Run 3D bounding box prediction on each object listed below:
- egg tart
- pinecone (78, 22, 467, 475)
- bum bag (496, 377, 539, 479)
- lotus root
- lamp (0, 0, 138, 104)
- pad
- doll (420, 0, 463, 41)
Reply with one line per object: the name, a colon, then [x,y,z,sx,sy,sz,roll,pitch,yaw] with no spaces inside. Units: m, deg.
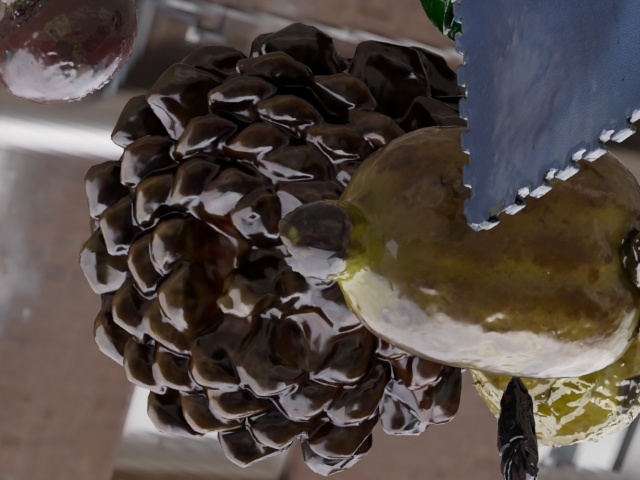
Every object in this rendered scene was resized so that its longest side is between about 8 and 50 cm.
egg tart: [0.254,0.096,2.038,0.115,0.290,0.290,-7,-150,-45]
pinecone: [0.000,0.000,1.609,0.398,0.397,0.397,16,-161,-6]
bum bag: [0.164,0.170,1.514,0.034,0.057,0.124,4,-143,-2]
lotus root: [0.114,0.005,1.215,0.314,0.169,0.141,8,175,-22]
lamp: [-0.262,-0.213,1.802,0.135,0.156,0.157,50,-151,-27]
pad: [0.144,-0.169,0.873,0.012,0.269,0.269,17,-121,-28]
doll: [0.132,-0.237,1.542,0.106,0.134,0.186,-19,-128,-33]
